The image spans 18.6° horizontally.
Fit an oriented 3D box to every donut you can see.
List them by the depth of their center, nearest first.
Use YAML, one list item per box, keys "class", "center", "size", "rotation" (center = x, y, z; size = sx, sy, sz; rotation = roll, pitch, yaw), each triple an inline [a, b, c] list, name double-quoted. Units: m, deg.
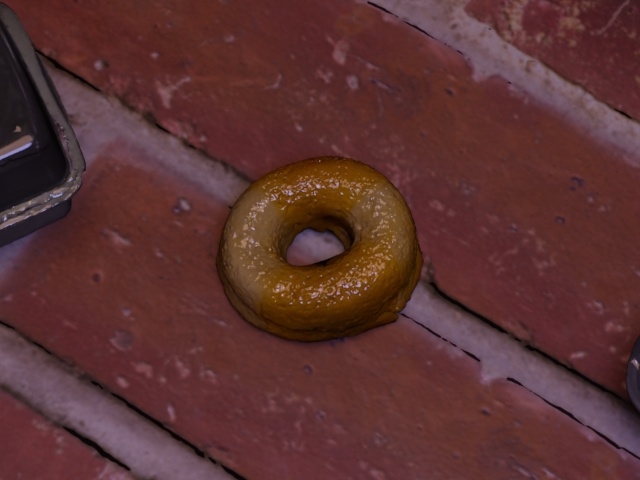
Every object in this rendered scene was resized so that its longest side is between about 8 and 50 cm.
- class: "donut"
  center: [0.000, 0.001, 1.756]
  size: [0.190, 0.075, 0.174]
  rotation: [-2, 69, -3]

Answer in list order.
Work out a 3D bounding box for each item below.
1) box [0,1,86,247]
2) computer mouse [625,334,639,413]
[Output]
- class: "box"
  center: [-0.368, -0.078, 1.722]
  size: [0.290, 0.166, 0.221]
  rotation: [-24, 72, -10]
- class: "computer mouse"
  center: [0.442, 0.121, 1.714]
  size: [0.389, 0.115, 0.199]
  rotation: [-4, 58, -16]
